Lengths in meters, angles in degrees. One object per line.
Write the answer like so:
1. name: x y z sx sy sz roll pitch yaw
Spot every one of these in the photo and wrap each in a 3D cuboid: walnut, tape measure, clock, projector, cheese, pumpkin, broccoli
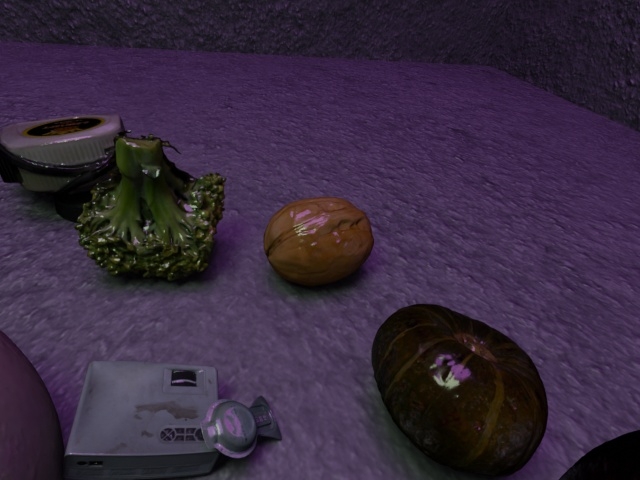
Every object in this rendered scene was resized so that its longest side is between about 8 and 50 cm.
1. walnut: 0.000 0.000 0.736 0.207 0.159 0.159 -16 41 -28
2. tape measure: -0.536 -0.167 0.840 0.272 0.132 0.231 -12 32 -19
3. clock: -0.476 -0.101 0.894 0.185 0.040 0.184 5 35 -3
4. projector: -0.194 0.202 0.466 0.147 0.061 0.115 12 33 -23
5. cheese: -0.089 0.210 0.470 0.121 0.026 0.067 23 31 -58
6. pumpkin: 0.166 0.186 0.506 0.219 0.162 0.219 25 17 -8
7. broccoli: -0.270 -0.028 0.679 0.243 0.273 0.180 -7 70 -16

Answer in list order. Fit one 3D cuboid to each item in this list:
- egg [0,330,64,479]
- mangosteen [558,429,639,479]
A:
1. egg: -0.408 0.157 0.285 0.356 0.339 0.354 5 36 -4
2. mangosteen: 0.323 0.291 0.304 0.288 0.232 0.287 10 13 -2
